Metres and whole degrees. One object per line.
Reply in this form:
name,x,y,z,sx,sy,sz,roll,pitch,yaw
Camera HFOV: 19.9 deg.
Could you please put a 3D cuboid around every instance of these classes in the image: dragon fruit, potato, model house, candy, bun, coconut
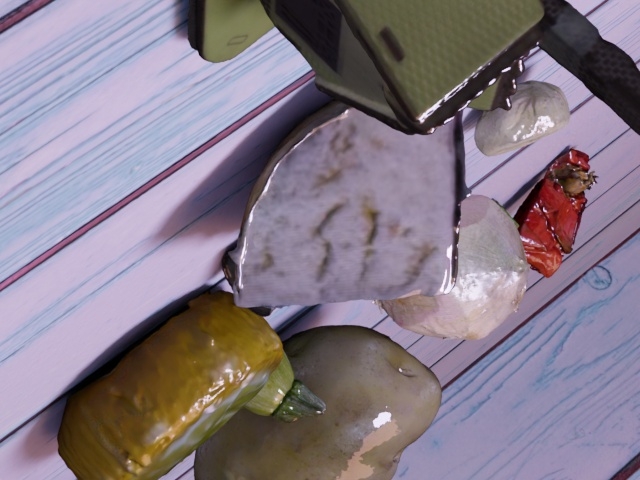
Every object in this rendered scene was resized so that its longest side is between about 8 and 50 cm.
dragon fruit,0.349,-0.045,2.710,0.192,0.092,0.122,-61,-174,-6
potato,-0.012,0.234,2.278,0.326,0.221,0.243,-39,-161,16
model house,0.081,-0.126,1.179,0.218,0.278,0.205,-39,166,-16
potato,0.016,-0.056,1.661,0.211,0.189,0.264,-3,-171,-4
candy,-0.153,0.159,1.862,0.260,0.118,0.260,-41,173,-6
bun,0.224,-0.142,2.069,0.115,0.069,0.115,-22,176,-2
coconut,0.166,0.032,2.211,0.194,0.194,0.194,-39,168,-10

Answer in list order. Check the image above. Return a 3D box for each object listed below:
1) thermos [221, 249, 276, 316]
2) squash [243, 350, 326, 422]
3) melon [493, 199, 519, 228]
thermos,-0.002,-0.004,1.817,0.188,0.083,0.073,-38,147,-24
squash,-0.060,0.174,2.138,0.105,0.132,0.105,-41,168,-11
melon,0.219,0.019,2.647,0.118,0.064,0.209,-25,157,-51
